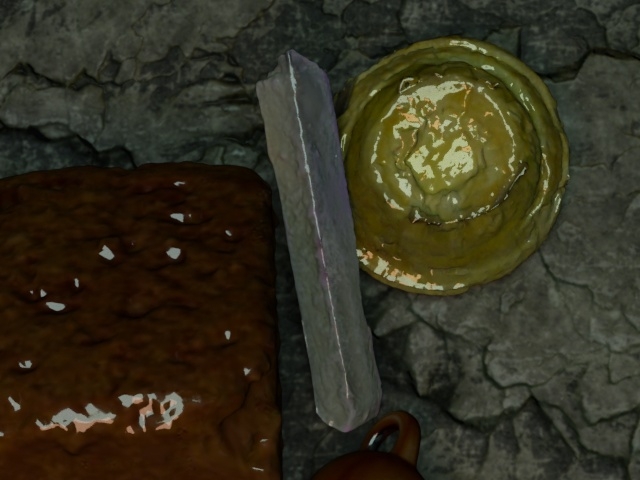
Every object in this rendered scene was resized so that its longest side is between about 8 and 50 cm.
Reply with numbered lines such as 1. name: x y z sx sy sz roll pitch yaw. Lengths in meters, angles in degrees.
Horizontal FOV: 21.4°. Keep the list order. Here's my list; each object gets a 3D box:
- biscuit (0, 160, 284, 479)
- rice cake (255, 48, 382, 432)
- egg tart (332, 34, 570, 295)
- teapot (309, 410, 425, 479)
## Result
1. biscuit: -0.202 0.084 1.662 0.342 0.166 0.395 -1 42 -4
2. rice cake: 0.000 0.001 1.774 0.064 0.070 0.399 -8 92 39
3. egg tart: 0.127 -0.087 1.807 0.290 0.115 0.290 -1 79 3
4. teapot: 0.041 0.287 1.732 0.178 0.135 0.252 40 53 -32
